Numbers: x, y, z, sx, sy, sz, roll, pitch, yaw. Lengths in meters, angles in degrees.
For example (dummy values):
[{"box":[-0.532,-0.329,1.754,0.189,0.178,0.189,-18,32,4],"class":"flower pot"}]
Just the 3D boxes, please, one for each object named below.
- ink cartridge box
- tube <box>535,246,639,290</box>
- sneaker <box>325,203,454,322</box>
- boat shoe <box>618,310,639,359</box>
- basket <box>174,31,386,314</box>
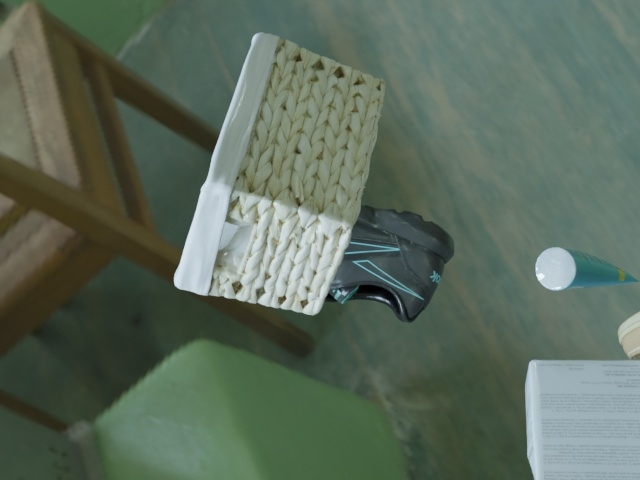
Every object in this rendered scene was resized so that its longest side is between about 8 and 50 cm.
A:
[{"box":[0.300,0.226,1.409,0.189,0.066,0.232,0,60,4],"class":"ink cartridge box"},{"box":[0.334,0.037,1.811,0.080,0.207,0.052,32,104,27],"class":"tube"},{"box":[0.000,0.000,1.476,0.267,0.101,0.106,18,77,7],"class":"sneaker"},{"box":[0.471,0.116,1.584,0.341,0.122,0.110,-16,69,50],"class":"boat shoe"},{"box":[-0.025,-0.043,0.991,0.113,0.103,0.167,111,176,-47],"class":"basket"}]
